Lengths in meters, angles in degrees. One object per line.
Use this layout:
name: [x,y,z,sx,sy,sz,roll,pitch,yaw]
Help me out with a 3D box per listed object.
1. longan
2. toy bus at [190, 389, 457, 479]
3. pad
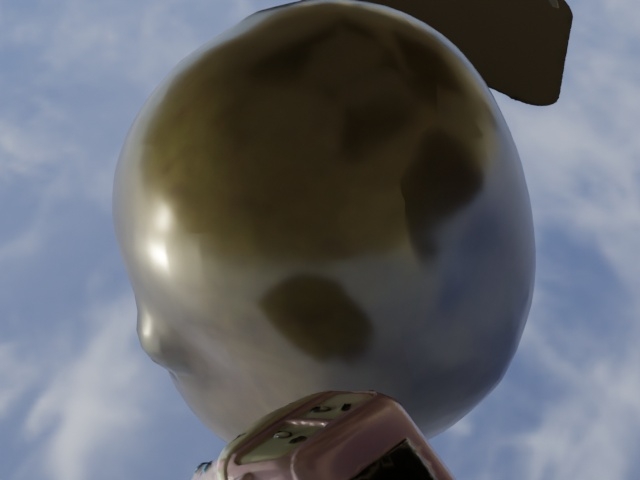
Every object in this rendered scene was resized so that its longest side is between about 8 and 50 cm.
longan: [0.000,0.000,1.346,0.361,0.361,0.361,-3,-146,2]
toy bus: [0.018,0.196,1.104,0.142,0.142,0.202,-29,-101,-46]
pad: [0.052,-0.218,1.689,0.375,0.063,0.315,25,-145,-2]
